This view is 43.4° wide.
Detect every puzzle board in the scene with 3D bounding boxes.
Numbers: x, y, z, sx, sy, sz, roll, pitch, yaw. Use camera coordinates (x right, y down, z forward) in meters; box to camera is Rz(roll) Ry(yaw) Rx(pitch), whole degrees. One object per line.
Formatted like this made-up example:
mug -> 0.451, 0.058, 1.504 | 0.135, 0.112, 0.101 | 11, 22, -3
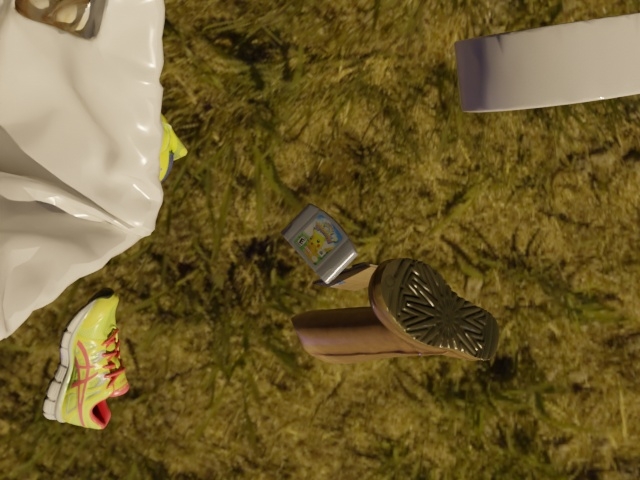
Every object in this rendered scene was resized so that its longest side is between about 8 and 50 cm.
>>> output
puzzle board -> 0.060, 0.056, 1.245 | 0.096, 0.128, 0.011 | -20, 71, 29

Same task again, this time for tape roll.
tape roll -> 0.326, -0.242, 1.095 | 0.286, 0.286, 0.100 | -6, 102, 16

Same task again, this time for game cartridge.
game cartridge -> 0.000, 0.000, 0.887 | 0.056, 0.017, 0.083 | -45, 68, 3

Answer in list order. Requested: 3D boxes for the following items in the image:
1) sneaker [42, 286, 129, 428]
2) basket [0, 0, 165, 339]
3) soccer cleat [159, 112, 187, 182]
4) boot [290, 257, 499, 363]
sneaker -> -0.281, 0.154, 1.027 | 0.094, 0.081, 0.209 | 24, 115, 5
basket -> -0.252, -0.108, 0.275 | 0.266, 0.331, 0.329 | 20, 125, 19
soccer cleat -> -0.173, -0.102, 0.714 | 0.121, 0.094, 0.289 | 1, 165, -19
boot -> 0.059, 0.107, 1.040 | 0.269, 0.089, 0.236 | -8, 146, 45
